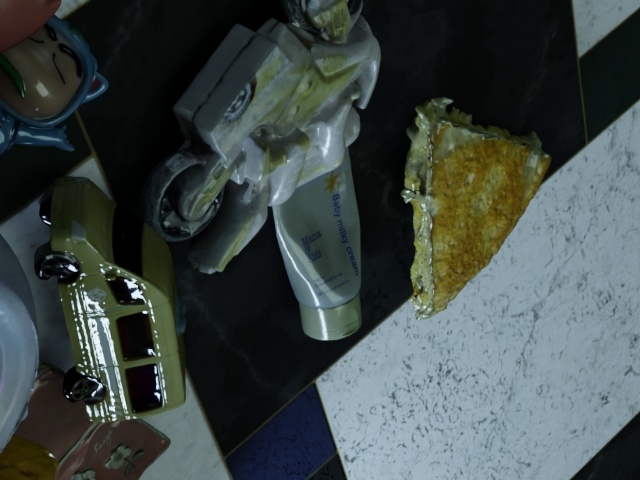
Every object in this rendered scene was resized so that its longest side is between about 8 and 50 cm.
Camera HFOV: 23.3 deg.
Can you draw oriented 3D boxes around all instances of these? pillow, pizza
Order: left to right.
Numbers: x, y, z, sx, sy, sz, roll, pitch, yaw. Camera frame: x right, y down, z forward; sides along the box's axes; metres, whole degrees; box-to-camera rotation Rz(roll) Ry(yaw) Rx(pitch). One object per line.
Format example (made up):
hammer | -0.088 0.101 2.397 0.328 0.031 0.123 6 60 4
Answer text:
pillow | -0.257 0.209 1.594 0.126 0.043 0.232 -53 142 -4
pizza | 0.162 -0.082 1.826 0.280 0.075 0.287 -48 140 -18

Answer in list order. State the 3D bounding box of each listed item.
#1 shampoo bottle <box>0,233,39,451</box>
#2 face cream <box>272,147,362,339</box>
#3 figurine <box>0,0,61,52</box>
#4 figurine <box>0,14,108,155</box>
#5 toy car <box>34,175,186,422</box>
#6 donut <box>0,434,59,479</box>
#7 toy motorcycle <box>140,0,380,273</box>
shampoo bottle | -0.372 0.063 1.177 0.273 0.266 0.273 -29 134 -35
face cream | 0.000 0.000 1.719 0.114 0.070 0.224 -27 125 -33
figurine | -0.274 -0.248 1.144 0.207 0.166 0.386 -13 115 -31
figurine | -0.267 -0.119 1.283 0.178 0.114 0.144 -41 169 -4
toy car | -0.192 0.055 1.466 0.124 0.101 0.256 -5 131 -2
donut | -0.393 0.337 1.365 0.378 0.163 0.435 -4 133 -19
toy motorcycle | -0.042 -0.123 1.540 0.340 0.108 0.223 -55 145 -5
